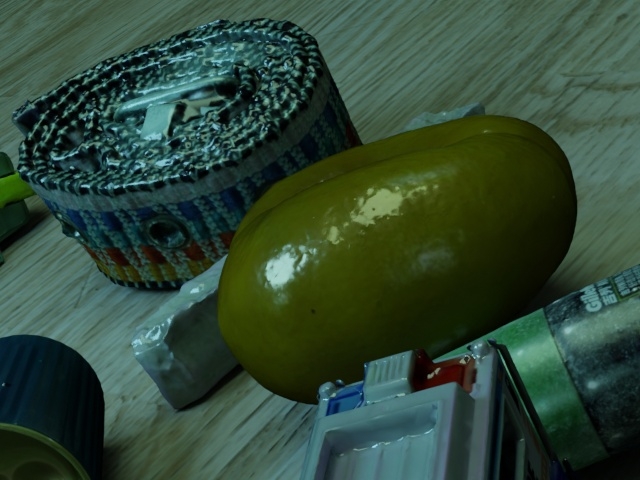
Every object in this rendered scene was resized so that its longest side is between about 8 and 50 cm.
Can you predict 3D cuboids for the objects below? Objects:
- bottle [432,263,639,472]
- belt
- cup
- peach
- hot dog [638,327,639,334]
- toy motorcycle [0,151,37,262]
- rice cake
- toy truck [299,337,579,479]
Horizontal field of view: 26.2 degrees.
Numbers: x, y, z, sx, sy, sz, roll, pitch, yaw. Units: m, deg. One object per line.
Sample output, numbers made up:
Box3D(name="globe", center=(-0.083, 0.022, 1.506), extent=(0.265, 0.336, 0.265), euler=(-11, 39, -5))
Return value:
Box3D(name="bottle", center=(0.204, 0.050, 0.757), extent=(0.330, 0.093, 0.093), euler=(-25, 25, 11))
Box3D(name="belt", center=(-0.110, -0.062, 1.193), extent=(0.295, 0.160, 0.207), euler=(-17, 44, 15))
Box3D(name="cup", center=(-0.218, 0.156, 0.916), extent=(0.176, 0.131, 0.155), euler=(-44, 17, 15))
Box3D(name="peach", center=(0.050, 0.007, 0.896), extent=(0.251, 0.153, 0.251), euler=(-33, 8, 6))
Box3D(name="hot dog", center=(0.288, 0.034, 0.645), extent=(0.270, 0.082, 0.163), euler=(12, 81, 18))
Box3D(name="toy motorcycle", center=(-0.436, -0.004, 1.344), extent=(0.200, 0.191, 0.326), euler=(-15, 7, 33))
Box3D(name="rice cake", center=(0.000, 0.000, 1.073), extent=(0.365, 0.073, 0.056), euler=(-38, 27, -28))
Box3D(name="toy truck", center=(0.045, 0.177, 0.574), extent=(0.124, 0.155, 0.268), euler=(-18, 25, 19))
